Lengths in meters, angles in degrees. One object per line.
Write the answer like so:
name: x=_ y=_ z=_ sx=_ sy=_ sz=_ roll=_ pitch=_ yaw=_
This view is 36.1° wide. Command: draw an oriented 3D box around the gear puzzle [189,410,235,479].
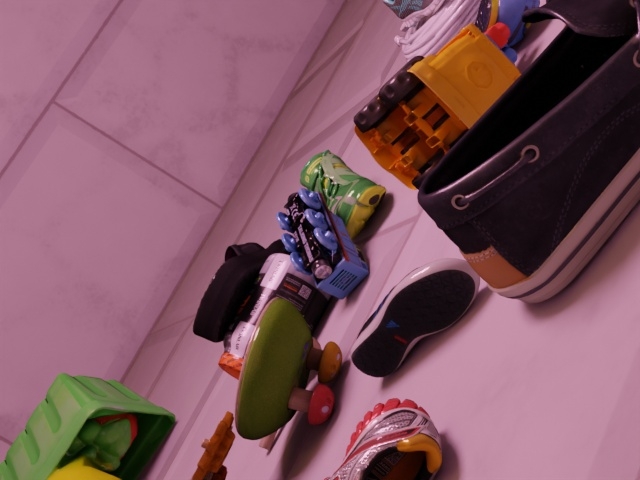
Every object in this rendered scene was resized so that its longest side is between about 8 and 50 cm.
gear puzzle: x=-0.138 y=0.317 z=1.190 sx=0.175 sy=0.044 sz=0.338 roll=-59 pitch=-9 yaw=-47

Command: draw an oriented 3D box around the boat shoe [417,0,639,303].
boat shoe: x=0.266 y=-0.179 z=0.853 sx=0.500 sy=0.156 sz=0.187 roll=-54 pitch=11 yaw=8

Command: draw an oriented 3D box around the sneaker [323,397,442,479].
sneaker: x=0.027 y=0.245 z=0.871 sx=0.225 sy=0.088 sz=0.093 roll=-57 pitch=13 yaw=2

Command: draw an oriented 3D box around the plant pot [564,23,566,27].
plant pot: x=0.358 y=-0.299 z=1.078 sx=0.236 sy=0.032 sz=0.236 roll=-52 pitch=13 yaw=18

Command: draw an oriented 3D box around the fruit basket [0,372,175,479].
fruit basket: x=-0.451 y=0.484 z=1.913 sx=0.392 sy=0.283 sz=0.391 roll=-9 pitch=72 yaw=32

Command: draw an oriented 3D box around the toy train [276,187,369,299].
toy train: x=0.000 y=0.000 z=1.448 sx=0.080 sy=0.105 sz=0.184 roll=-45 pitch=37 yaw=20

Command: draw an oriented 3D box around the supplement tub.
supplement tub: x=-0.069 y=0.125 z=1.476 sx=0.190 sy=0.117 sz=0.117 roll=-61 pitch=13 yaw=-19

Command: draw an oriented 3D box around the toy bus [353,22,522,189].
toy bus: x=0.172 y=-0.193 z=1.314 sx=0.211 sy=0.149 sz=0.220 roll=-48 pitch=5 yaw=-24

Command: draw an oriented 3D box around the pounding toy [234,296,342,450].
pounding toy: x=-0.023 y=0.182 z=1.259 sx=0.237 sy=0.110 sz=0.182 roll=71 pitch=-147 yaw=-68

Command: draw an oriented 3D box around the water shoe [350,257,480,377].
water shoe: x=0.099 y=0.068 z=1.070 sx=0.203 sy=0.073 sz=0.080 roll=-47 pitch=14 yaw=38

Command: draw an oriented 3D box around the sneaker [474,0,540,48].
sneaker: x=0.257 y=-0.291 z=1.411 sx=0.209 sy=0.082 sz=0.069 roll=107 pitch=161 yaw=-72

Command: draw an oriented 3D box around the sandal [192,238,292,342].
sandal: x=-0.137 y=0.064 z=1.636 sx=0.167 sy=0.107 sz=0.446 roll=-66 pitch=-9 yaw=4

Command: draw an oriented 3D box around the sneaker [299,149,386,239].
sneaker: x=0.023 y=-0.078 z=1.611 sx=0.109 sy=0.124 sz=0.295 roll=-56 pitch=13 yaw=3

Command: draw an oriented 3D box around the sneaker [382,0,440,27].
sneaker: x=0.154 y=-0.407 z=1.617 sx=0.065 sy=0.076 sz=0.166 roll=-63 pitch=15 yaw=-19

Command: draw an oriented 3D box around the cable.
cable: x=0.236 y=-0.397 z=1.667 sx=0.257 sy=0.089 sz=0.257 roll=-52 pitch=14 yaw=21
